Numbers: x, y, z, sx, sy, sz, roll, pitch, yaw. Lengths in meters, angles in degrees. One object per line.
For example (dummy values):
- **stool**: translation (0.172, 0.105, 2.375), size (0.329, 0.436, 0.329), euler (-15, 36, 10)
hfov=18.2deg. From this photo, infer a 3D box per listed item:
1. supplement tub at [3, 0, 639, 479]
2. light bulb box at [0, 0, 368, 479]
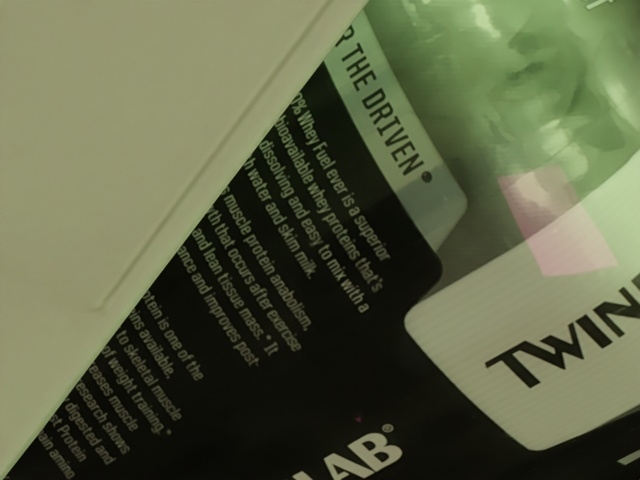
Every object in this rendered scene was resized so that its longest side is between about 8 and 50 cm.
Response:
- **supplement tub**: translation (0.000, 0.000, 0.539), size (0.316, 0.193, 0.193), euler (-32, 124, 26)
- **light bulb box**: translation (-0.171, -0.188, 0.397), size (0.358, 0.361, 0.225), euler (28, 116, -25)
